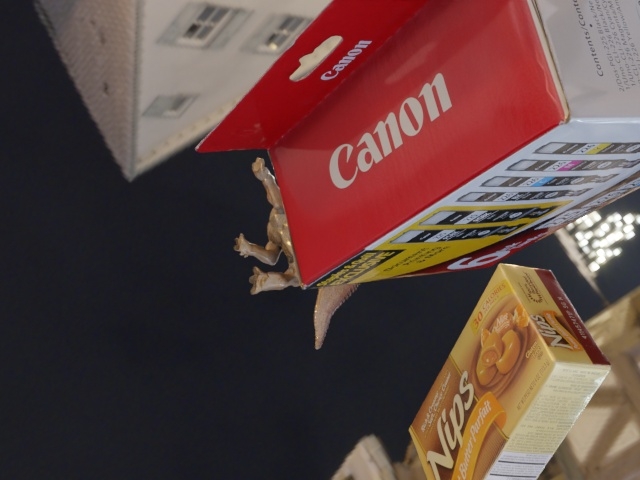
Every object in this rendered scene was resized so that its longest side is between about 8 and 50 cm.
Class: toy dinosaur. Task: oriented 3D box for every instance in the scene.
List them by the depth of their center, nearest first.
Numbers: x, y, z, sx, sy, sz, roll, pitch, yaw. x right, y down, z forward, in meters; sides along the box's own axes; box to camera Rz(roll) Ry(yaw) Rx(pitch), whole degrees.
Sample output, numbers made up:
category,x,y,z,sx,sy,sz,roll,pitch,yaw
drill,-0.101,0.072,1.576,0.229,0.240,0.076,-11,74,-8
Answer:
category,x,y,z,sx,sy,sz,roll,pitch,yaw
toy dinosaur,0.000,0.000,1.339,0.200,0.127,0.295,3,-131,-38

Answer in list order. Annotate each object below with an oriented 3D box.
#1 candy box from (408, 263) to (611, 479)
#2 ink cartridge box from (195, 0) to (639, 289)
category,x,y,z,sx,sy,sz,roll,pitch,yaw
candy box,0.230,0.209,1.257,0.088,0.316,0.183,8,-145,-20
ink cartridge box,0.098,-0.074,0.689,0.272,0.309,0.130,-6,-107,-32
